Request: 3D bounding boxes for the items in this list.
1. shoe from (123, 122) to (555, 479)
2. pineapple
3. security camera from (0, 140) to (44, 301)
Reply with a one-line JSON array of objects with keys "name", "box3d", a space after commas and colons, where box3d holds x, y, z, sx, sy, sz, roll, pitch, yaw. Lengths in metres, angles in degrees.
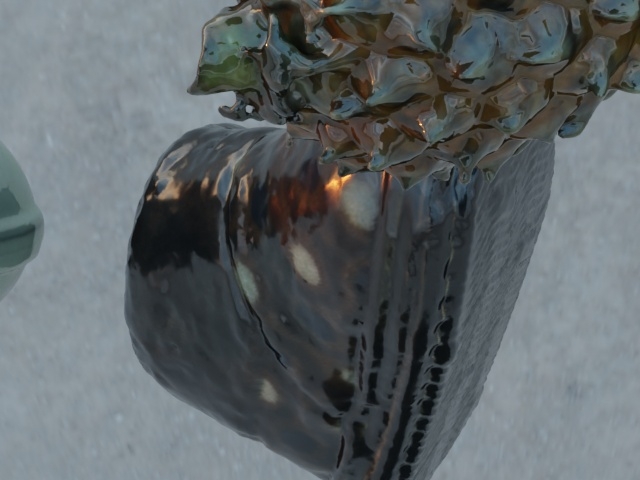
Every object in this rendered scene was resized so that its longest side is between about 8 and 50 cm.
[{"name": "shoe", "box3d": [0.000, 0.000, 1.205, 0.237, 0.384, 0.171, 28, 56, 14]}, {"name": "pineapple", "box3d": [0.037, -0.094, 0.700, 0.193, 0.166, 0.166, -24, 63, -17]}, {"name": "security camera", "box3d": [-0.297, -0.027, 1.241, 0.191, 0.197, 0.277, 2, 17, -33]}]
